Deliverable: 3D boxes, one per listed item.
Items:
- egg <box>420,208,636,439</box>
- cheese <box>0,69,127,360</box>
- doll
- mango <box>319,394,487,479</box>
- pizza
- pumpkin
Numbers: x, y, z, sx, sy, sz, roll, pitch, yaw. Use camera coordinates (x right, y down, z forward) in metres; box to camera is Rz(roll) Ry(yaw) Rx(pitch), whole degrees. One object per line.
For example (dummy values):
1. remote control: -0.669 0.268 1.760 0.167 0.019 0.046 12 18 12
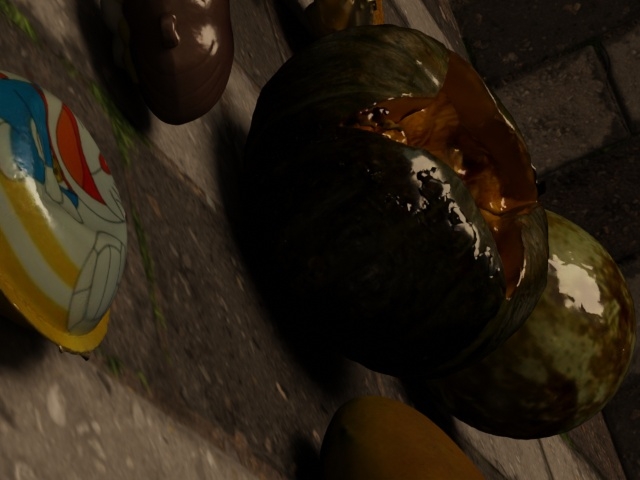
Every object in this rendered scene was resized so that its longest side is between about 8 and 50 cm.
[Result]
1. egg: 0.194 0.077 1.704 0.289 0.238 0.238 35 28 -29
2. cheese: -0.167 -0.026 0.828 0.177 0.069 0.270 70 14 17
3. doll: -0.116 -0.152 1.235 0.188 0.096 0.145 115 -29 -74
4. mango: 0.081 0.230 1.200 0.175 0.139 0.254 59 8 -39
5. pizza: 0.033 -0.257 1.908 0.323 0.089 0.223 78 10 -48
6. pumpkin: 0.067 -0.035 1.413 0.320 0.192 0.320 37 37 -36
